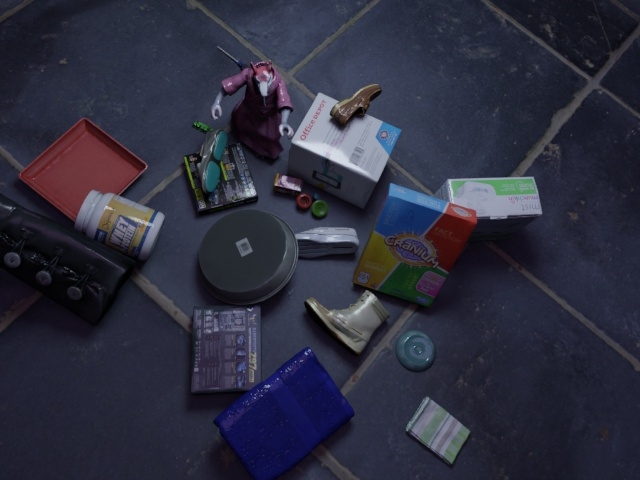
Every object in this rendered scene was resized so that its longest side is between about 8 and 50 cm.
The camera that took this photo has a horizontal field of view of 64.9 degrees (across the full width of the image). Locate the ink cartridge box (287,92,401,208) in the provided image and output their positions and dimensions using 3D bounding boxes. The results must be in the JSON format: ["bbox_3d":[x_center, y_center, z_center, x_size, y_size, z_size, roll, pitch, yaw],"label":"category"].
[{"bbox_3d":[0.063,-0.265,1.514,0.270,0.197,0.198,26,69,2],"label":"ink cartridge box"}]

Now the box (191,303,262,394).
[{"bbox_3d":[-0.250,0.292,1.356,0.183,0.059,0.233,-2,71,-8],"label":"box"}]

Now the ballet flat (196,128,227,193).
[{"bbox_3d":[-0.329,-0.232,1.486,0.068,0.072,0.213,1,68,23],"label":"ballet flat"}]

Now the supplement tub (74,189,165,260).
[{"bbox_3d":[-0.542,-0.043,1.370,0.199,0.144,0.144,22,69,-14],"label":"supplement tub"}]

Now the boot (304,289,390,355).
[{"bbox_3d":[0.075,0.198,1.422,0.213,0.077,0.165,42,72,2],"label":"boot"}]

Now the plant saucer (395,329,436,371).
[{"bbox_3d":[0.275,0.313,1.436,0.119,0.021,0.119,2,71,-6],"label":"plant saucer"}]

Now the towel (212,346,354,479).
[{"bbox_3d":[-0.090,0.452,1.298,0.308,0.076,0.228,-34,92,-19],"label":"towel"}]

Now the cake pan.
[{"bbox_3d":[-0.210,0.033,1.410,0.293,0.054,0.293,-4,64,8],"label":"cake pan"}]

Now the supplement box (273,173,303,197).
[{"bbox_3d":[-0.098,-0.167,1.537,0.083,0.055,0.043,13,71,-2],"label":"supplement box"}]

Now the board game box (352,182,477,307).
[{"bbox_3d":[0.250,0.021,1.388,0.242,0.316,0.064,18,36,0],"label":"board game box"}]

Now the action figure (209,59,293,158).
[{"bbox_3d":[-0.152,-0.401,1.443,0.248,0.370,0.276,25,66,-1],"label":"action figure"}]

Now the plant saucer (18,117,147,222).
[{"bbox_3d":[-0.686,-0.195,1.476,0.258,0.048,0.259,37,71,6],"label":"plant saucer"}]

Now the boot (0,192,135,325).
[{"bbox_3d":[-0.761,0.088,1.307,0.445,0.367,0.146,31,27,-18],"label":"boot"}]

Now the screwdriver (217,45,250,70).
[{"bbox_3d":[-0.284,-0.603,1.680,0.170,0.025,0.024,41,71,7],"label":"screwdriver"}]

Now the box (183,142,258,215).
[{"bbox_3d":[-0.302,-0.188,1.524,0.184,0.045,0.191,-17,75,-10],"label":"box"}]

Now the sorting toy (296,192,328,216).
[{"bbox_3d":[-0.025,-0.113,1.540,0.102,0.042,0.061,26,85,-10],"label":"sorting toy"}]

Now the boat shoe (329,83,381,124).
[{"bbox_3d":[0.109,-0.383,1.428,0.178,0.064,0.060,-36,78,-20],"label":"boat shoe"}]

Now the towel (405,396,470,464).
[{"bbox_3d":[0.322,0.516,1.371,0.152,0.023,0.113,37,72,6],"label":"towel"}]

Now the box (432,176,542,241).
[{"bbox_3d":[0.465,-0.082,1.486,0.262,0.231,0.127,-2,72,-7],"label":"box"}]

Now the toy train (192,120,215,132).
[{"bbox_3d":[-0.363,-0.353,1.587,0.083,0.017,0.024,29,60,3],"label":"toy train"}]

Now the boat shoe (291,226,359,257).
[{"bbox_3d":[0.000,0.000,1.490,0.226,0.083,0.076,3,43,-5],"label":"boat shoe"}]
